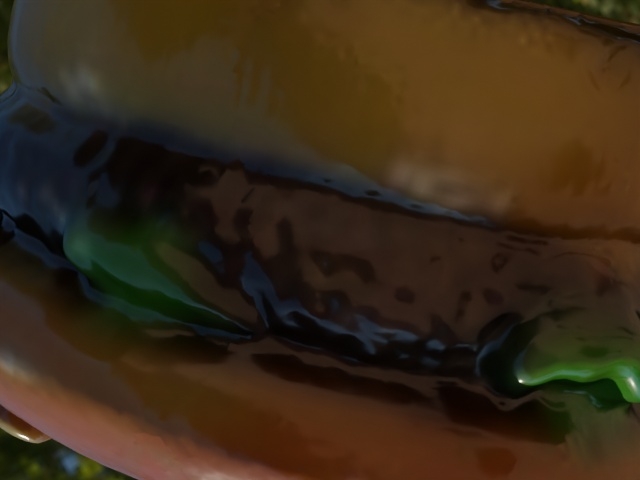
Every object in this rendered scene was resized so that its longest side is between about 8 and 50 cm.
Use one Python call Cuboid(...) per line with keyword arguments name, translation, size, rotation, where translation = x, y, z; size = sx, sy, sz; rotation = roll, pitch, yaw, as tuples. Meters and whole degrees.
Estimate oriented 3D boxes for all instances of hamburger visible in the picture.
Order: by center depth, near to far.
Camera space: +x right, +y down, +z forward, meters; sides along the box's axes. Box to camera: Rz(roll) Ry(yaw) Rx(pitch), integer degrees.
Cuboid(name="hamburger", translation=(0.000, 0.000, 0.967), size=(0.396, 0.396, 0.277), rotation=(3, -77, -67))
